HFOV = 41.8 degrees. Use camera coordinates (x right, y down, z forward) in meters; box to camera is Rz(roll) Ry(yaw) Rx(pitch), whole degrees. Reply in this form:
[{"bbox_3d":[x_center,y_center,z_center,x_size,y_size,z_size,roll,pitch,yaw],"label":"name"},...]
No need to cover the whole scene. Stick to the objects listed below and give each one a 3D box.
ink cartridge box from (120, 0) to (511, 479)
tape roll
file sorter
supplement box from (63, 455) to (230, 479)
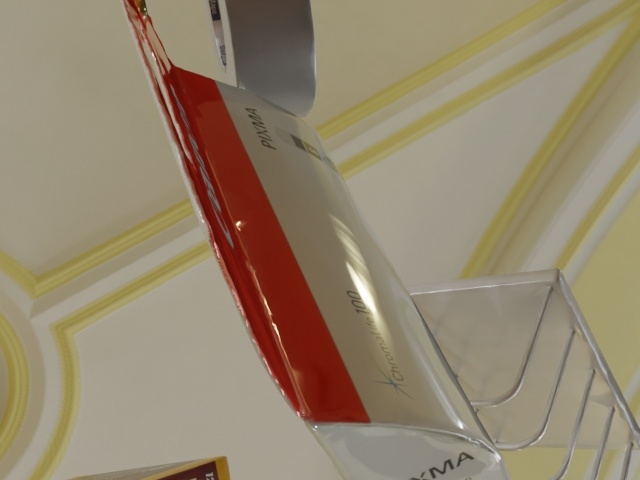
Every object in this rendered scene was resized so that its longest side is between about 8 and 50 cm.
[{"bbox_3d":[0.000,0.000,0.513,0.091,0.385,0.308,-25,-133,-1],"label":"ink cartridge box"},{"bbox_3d":[-0.064,-0.217,0.771,0.072,0.219,0.219,-12,-98,-9],"label":"tape roll"},{"bbox_3d":[0.202,0.197,0.919,0.278,0.193,0.173,56,-135,-28],"label":"file sorter"},{"bbox_3d":[-0.198,0.276,0.717,0.191,0.194,0.129,4,-107,-61],"label":"supplement box"}]
